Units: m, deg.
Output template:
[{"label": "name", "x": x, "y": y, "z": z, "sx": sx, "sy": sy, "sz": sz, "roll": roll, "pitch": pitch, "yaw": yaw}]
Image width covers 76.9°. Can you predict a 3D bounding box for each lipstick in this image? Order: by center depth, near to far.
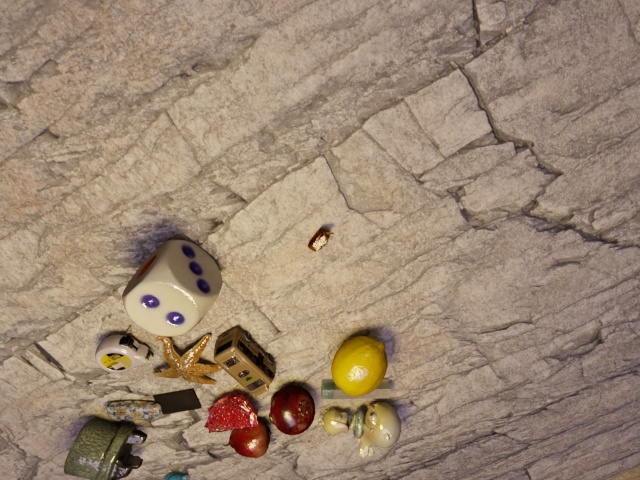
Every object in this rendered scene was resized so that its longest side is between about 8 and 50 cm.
[{"label": "lipstick", "x": 0.164, "y": 0.700, "z": 1.899, "sx": 0.318, "sy": 0.068, "sz": 0.066, "roll": 1, "pitch": 117, "yaw": -4}]

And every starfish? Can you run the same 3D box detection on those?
[{"label": "starfish", "x": -0.589, "y": 0.537, "z": 1.749, "sx": 0.328, "sy": 0.094, "sz": 0.374, "roll": -19, "pitch": 123, "yaw": 4}]

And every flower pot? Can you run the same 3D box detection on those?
[{"label": "flower pot", "x": -0.977, "y": 0.995, "z": 1.857, "sx": 0.283, "sy": 0.299, "sz": 0.298, "roll": 17, "pitch": 116, "yaw": -6}]

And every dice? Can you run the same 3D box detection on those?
[{"label": "dice", "x": -0.530, "y": 0.169, "z": 1.466, "sx": 0.243, "sy": 0.259, "sz": 0.251, "roll": -39, "pitch": 115, "yaw": 18}]

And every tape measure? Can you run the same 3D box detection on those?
[{"label": "tape measure", "x": -0.838, "y": 0.469, "z": 1.694, "sx": 0.196, "sy": 0.105, "sz": 0.178, "roll": -22, "pitch": 124, "yaw": 9}]

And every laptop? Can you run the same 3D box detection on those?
[{"label": "laptop", "x": -0.674, "y": 0.763, "z": 1.907, "sx": 0.198, "sy": 0.016, "sz": 0.135, "roll": -10, "pitch": 119, "yaw": 3}]

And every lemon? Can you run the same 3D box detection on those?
[{"label": "lemon", "x": 0.164, "y": 0.537, "z": 1.725, "sx": 0.236, "sy": 0.236, "sz": 0.262, "roll": 12, "pitch": 94, "yaw": -10}]

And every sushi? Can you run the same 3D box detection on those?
[{"label": "sushi", "x": 0.000, "y": 0.000, "z": 1.525, "sx": 0.055, "sy": 0.052, "sz": 0.120, "roll": 31, "pitch": 112, "yaw": -19}]

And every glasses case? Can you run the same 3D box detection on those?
[{"label": "glasses case", "x": -0.871, "y": 0.791, "z": 1.878, "sx": 0.248, "sy": 0.065, "sz": 0.086, "roll": 4, "pitch": 120, "yaw": -4}]

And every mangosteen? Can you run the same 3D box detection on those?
[{"label": "mangosteen", "x": -0.146, "y": 0.782, "z": 1.862, "sx": 0.215, "sy": 0.215, "sz": 0.258, "roll": 39, "pitch": 140, "yaw": -21}]

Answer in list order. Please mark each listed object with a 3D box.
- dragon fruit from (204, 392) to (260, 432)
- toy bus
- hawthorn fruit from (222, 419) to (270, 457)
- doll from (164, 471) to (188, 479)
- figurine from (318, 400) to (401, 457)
[{"label": "dragon fruit", "x": -0.405, "y": 0.806, "z": 1.881, "sx": 0.262, "sy": 0.162, "sz": 0.189, "roll": -13, "pitch": 147, "yaw": 7}, {"label": "toy bus", "x": -0.317, "y": 0.522, "z": 1.721, "sx": 0.140, "sy": 0.157, "sz": 0.289, "roll": -30, "pitch": 116, "yaw": 12}, {"label": "hawthorn fruit", "x": -0.357, "y": 0.951, "z": 1.936, "sx": 0.236, "sy": 0.181, "sz": 0.181, "roll": -6, "pitch": 118, "yaw": -5}, {"label": "doll", "x": -0.850, "y": 1.356, "z": 2.155, "sx": 0.363, "sy": 0.145, "sz": 0.199, "roll": -37, "pitch": 154, "yaw": 5}, {"label": "figurine", "x": 0.182, "y": 0.905, "z": 1.935, "sx": 0.395, "sy": 0.226, "sz": 0.274, "roll": 5, "pitch": 91, "yaw": 4}]
